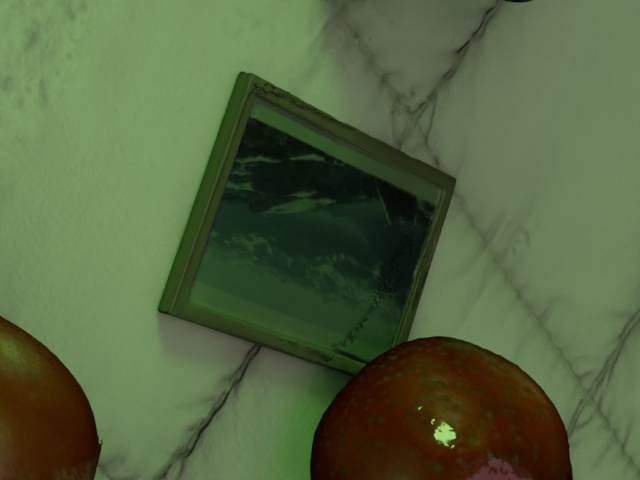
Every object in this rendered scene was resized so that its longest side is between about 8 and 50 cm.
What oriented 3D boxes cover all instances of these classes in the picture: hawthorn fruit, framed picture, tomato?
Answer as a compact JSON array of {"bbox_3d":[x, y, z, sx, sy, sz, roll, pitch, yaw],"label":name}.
[{"bbox_3d":[0.125,0.247,1.552,0.275,0.300,0.275,-6,121,-10],"label":"hawthorn fruit"},{"bbox_3d":[0.000,0.000,1.556,0.335,0.022,0.247,24,82,-44],"label":"framed picture"},{"bbox_3d":[-0.308,0.164,1.138,0.265,0.265,0.265,-11,106,-42],"label":"tomato"}]

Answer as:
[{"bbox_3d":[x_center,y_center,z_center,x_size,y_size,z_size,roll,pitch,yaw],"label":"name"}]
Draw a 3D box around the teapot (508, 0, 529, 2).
[{"bbox_3d":[0.222,-0.315,1.587,0.232,0.159,0.159,-44,131,-64],"label":"teapot"}]
